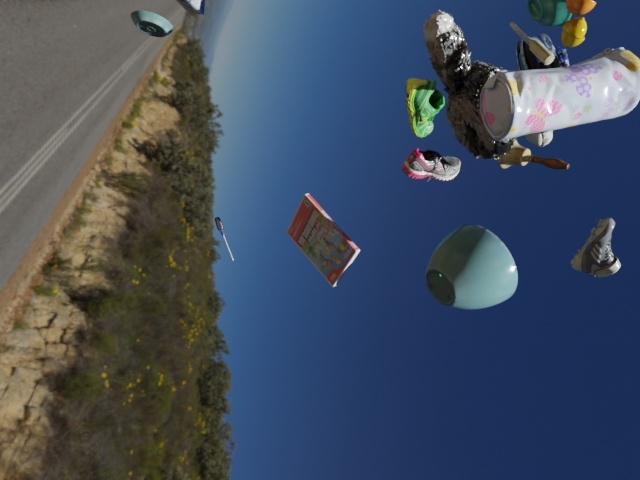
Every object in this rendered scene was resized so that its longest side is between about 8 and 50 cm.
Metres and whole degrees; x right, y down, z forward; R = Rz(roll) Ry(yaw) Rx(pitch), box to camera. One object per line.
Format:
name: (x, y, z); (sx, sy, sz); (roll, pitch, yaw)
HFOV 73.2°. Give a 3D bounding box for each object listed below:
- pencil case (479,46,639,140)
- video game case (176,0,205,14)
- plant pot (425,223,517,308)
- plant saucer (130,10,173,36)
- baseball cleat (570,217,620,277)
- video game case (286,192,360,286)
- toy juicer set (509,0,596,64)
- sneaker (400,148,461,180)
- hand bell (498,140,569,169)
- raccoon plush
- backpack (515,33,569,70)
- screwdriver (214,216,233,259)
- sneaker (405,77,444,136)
pencil case: (0.439, -0.268, 0.793); (0.113, 0.273, 0.124); (-110, -172, -57)
video game case: (-0.393, -0.836, 1.246); (0.244, 0.061, 0.269); (-78, 174, -78)
plant pot: (0.469, 0.115, 1.438); (0.290, 0.195, 0.290); (47, -29, 36)
plant saucer: (-0.496, -0.631, 1.266); (0.119, 0.119, 0.021); (177, -79, -68)
baseball cleat: (0.740, 0.023, 1.122); (0.072, 0.109, 0.206); (-50, 155, -24)
video game case: (0.000, 0.000, 1.527); (0.285, 0.025, 0.204); (48, -46, 20)
toy juicer set: (0.576, -0.551, 1.040); (0.209, 0.090, 0.329); (65, 6, 11)
sneaker: (0.491, -0.327, 1.832); (0.120, 0.299, 0.112); (61, -37, 32)
hand bell: (0.827, -0.309, 1.653); (0.242, 0.126, 0.126); (31, -77, 45)
raccoon plush: (0.485, -0.417, 1.090); (0.299, 0.446, 0.216); (-33, -144, -2)
backpack: (0.668, -0.542, 1.305); (0.117, 0.173, 0.158); (-21, -175, 13)
screwdriver: (-0.352, -0.006, 1.582); (0.025, 0.024, 0.169); (153, -83, -90)
sneaker: (0.374, -0.456, 1.512); (0.295, 0.124, 0.109); (41, 52, -65)
